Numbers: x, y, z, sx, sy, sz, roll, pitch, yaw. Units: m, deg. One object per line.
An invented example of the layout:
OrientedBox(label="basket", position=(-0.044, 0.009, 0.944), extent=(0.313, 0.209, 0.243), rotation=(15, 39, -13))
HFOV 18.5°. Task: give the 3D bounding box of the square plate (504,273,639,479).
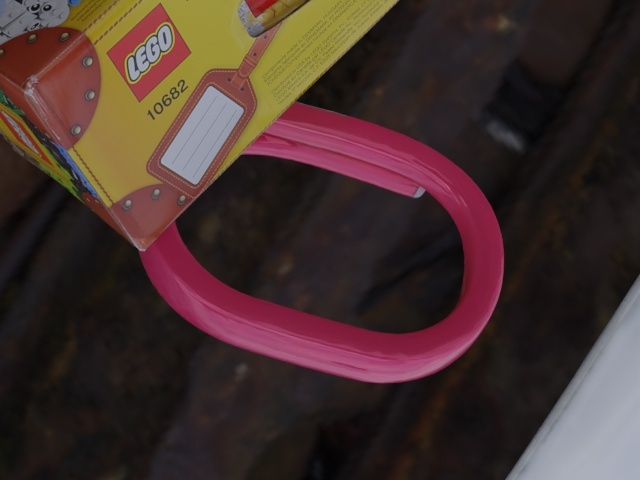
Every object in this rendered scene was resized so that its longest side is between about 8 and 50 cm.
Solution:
OrientedBox(label="square plate", position=(0.256, 0.013, 0.952), extent=(0.347, 0.049, 0.344), rotation=(-56, 150, 6))

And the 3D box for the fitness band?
OrientedBox(label="fitness band", position=(0.000, 0.000, 1.528), extent=(0.290, 0.209, 0.054), rotation=(16, 150, -7))

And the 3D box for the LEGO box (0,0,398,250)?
OrientedBox(label="LEGO box", position=(-0.108, -0.289, 1.540), extent=(0.500, 0.372, 0.193), rotation=(-46, 138, -13))
